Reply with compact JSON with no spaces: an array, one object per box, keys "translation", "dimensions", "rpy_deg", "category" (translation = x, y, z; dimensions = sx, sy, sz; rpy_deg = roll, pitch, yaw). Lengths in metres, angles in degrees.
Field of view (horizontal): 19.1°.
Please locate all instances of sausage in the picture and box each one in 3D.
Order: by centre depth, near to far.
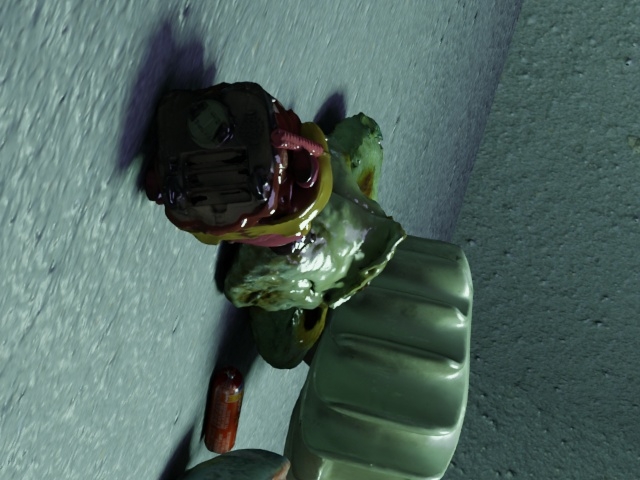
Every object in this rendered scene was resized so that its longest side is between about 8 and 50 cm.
[{"translation":[-0.095,0.166,1.899],"dimensions":[0.129,0.034,0.034],"rpy_deg":[103,11,-51],"category":"sausage"}]

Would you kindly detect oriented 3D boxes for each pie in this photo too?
[{"translation":[-0.001,0.000,1.975],"dimensions":[0.302,0.067,0.302],"rpy_deg":[22,90,-82],"category":"pie"}]

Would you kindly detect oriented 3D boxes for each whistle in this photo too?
[{"translation":[-0.113,0.293,1.802],"dimensions":[0.142,0.133,0.346],"rpy_deg":[-26,-177,26],"category":"whistle"}]

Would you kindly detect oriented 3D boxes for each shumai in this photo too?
[{"translation":[0.000,0.006,1.719],"dimensions":[0.184,0.142,0.184],"rpy_deg":[19,90,-85],"category":"shumai"}]

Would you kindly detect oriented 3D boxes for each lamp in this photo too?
[{"translation":[-0.045,-0.049,1.341],"dimensions":[0.253,0.118,0.118],"rpy_deg":[12,99,-76],"category":"lamp"}]

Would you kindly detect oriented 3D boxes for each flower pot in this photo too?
[{"translation":[0.056,0.168,1.970],"dimensions":[0.367,0.165,0.254],"rpy_deg":[107,-5,-58],"category":"flower pot"}]

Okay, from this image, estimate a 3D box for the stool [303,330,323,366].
[{"translation":[0.039,0.076,2.283],"dimensions":[0.217,0.125,0.121],"rpy_deg":[-74,177,-46],"category":"stool"}]
